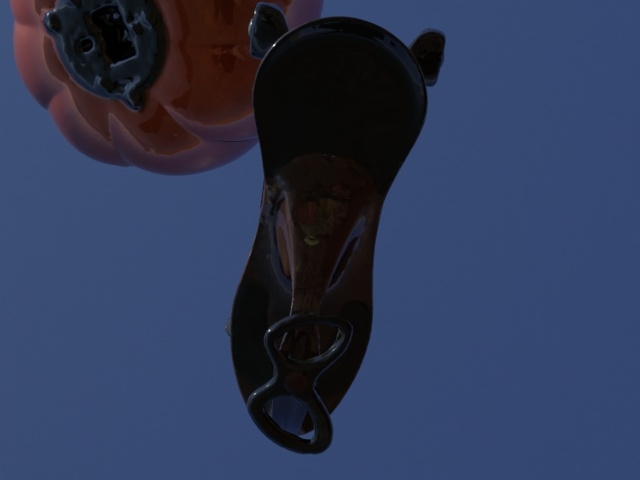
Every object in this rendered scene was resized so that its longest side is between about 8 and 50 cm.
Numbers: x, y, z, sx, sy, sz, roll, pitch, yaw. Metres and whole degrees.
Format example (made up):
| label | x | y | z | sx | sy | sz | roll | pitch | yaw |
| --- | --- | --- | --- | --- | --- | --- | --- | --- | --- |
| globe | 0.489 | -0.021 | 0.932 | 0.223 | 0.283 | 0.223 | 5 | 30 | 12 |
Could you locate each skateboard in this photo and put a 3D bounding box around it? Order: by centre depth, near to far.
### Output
| label | x | y | z | sx | sy | sz | roll | pitch | yaw |
| --- | --- | --- | --- | --- | --- | --- | --- | --- | --- |
| skateboard | 0.000 | 0.000 | 0.576 | 0.067 | 0.080 | 0.151 | 8 | -74 | -2 |

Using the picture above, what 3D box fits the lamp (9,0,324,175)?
| label | x | y | z | sx | sy | sz | roll | pitch | yaw |
| --- | --- | --- | --- | --- | --- | --- | --- | --- | --- |
| lamp | -0.084 | -0.133 | 1.034 | 0.164 | 0.187 | 0.188 | -29 | -77 | -58 |
